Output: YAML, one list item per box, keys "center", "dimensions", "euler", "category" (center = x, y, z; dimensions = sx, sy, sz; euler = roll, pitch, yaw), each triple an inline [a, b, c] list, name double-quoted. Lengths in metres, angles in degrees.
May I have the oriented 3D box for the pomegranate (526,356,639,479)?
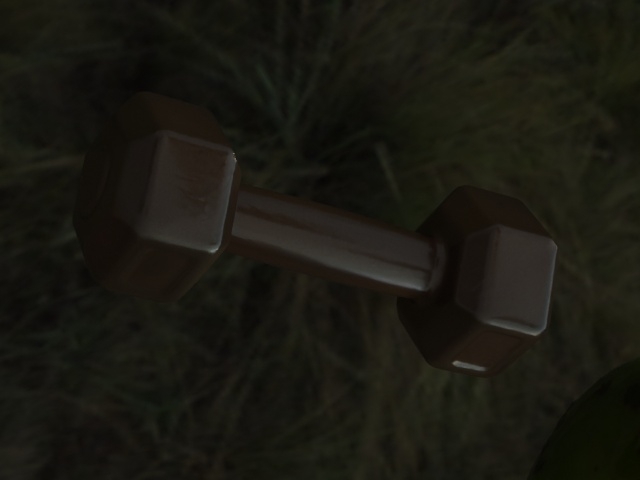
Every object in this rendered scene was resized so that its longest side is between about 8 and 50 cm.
- center: [0.222, 0.162, 0.938]
  dimensions: [0.263, 0.211, 0.211]
  euler: [11, 71, -62]
  category: "pomegranate"

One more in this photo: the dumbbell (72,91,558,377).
- center: [0.000, 0.000, 0.800]
  dimensions: [0.230, 0.092, 0.082]
  euler: [14, 50, -24]
  category: "dumbbell"
